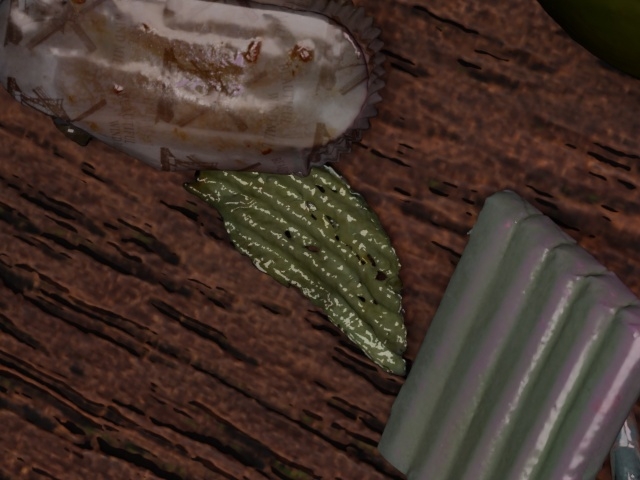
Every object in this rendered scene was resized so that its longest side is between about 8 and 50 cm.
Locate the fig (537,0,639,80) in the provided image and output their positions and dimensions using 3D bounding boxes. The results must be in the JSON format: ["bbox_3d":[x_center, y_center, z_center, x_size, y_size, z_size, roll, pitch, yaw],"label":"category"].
[{"bbox_3d":[0.215,-0.234,0.822,0.316,0.316,0.316,1,96,14],"label":"fig"}]

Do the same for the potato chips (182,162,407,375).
[{"bbox_3d":[0.000,0.000,1.014,0.207,0.028,0.092,42,106,11],"label":"potato chips"}]

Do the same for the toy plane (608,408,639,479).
[{"bbox_3d":[0.218,0.233,0.949,0.223,0.104,0.326,-11,89,14],"label":"toy plane"}]

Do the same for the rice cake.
[{"bbox_3d":[0.126,0.095,0.945,0.189,0.037,0.198,45,113,44],"label":"rice cake"}]

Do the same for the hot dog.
[{"bbox_3d":[-0.091,-0.116,0.977,0.268,0.075,0.144,12,112,2],"label":"hot dog"}]

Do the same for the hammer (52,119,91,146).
[{"bbox_3d":[-0.061,-0.208,1.008,0.111,0.043,0.365,43,106,5],"label":"hammer"}]
